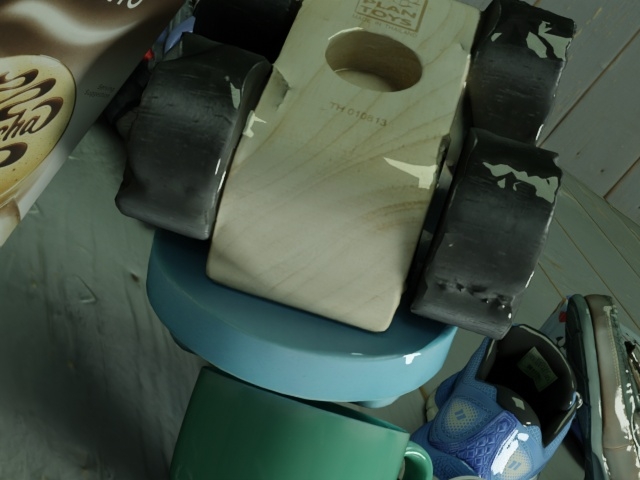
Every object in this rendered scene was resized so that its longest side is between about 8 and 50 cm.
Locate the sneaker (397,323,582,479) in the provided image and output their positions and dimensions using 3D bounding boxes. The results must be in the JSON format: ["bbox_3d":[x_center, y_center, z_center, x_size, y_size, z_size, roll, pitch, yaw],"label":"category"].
[{"bbox_3d":[0.170,0.147,1.213,0.130,0.147,0.330,41,14,5],"label":"sneaker"}]

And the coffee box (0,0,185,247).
[{"bbox_3d":[-0.203,-0.090,0.704,0.119,0.297,0.168,45,16,19],"label":"coffee box"}]

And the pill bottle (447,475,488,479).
[{"bbox_3d":[0.114,0.227,1.008,0.065,0.065,0.116,35,16,-19],"label":"pill bottle"}]

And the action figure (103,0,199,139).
[{"bbox_3d":[-0.112,-0.100,1.342,0.330,0.178,0.341,27,46,-19],"label":"action figure"}]

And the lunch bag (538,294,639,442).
[{"bbox_3d":[0.372,0.203,1.612,0.243,0.115,0.303,36,15,-24],"label":"lunch bag"}]

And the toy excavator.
[{"bbox_3d":[0.000,0.000,0.968,0.222,0.445,0.433,18,41,0],"label":"toy excavator"}]

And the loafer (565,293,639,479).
[{"bbox_3d":[0.270,0.168,1.228,0.096,0.084,0.267,-97,178,-74],"label":"loafer"}]

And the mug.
[{"bbox_3d":[-0.010,0.143,0.824,0.158,0.097,0.129,18,-4,-1],"label":"mug"}]
